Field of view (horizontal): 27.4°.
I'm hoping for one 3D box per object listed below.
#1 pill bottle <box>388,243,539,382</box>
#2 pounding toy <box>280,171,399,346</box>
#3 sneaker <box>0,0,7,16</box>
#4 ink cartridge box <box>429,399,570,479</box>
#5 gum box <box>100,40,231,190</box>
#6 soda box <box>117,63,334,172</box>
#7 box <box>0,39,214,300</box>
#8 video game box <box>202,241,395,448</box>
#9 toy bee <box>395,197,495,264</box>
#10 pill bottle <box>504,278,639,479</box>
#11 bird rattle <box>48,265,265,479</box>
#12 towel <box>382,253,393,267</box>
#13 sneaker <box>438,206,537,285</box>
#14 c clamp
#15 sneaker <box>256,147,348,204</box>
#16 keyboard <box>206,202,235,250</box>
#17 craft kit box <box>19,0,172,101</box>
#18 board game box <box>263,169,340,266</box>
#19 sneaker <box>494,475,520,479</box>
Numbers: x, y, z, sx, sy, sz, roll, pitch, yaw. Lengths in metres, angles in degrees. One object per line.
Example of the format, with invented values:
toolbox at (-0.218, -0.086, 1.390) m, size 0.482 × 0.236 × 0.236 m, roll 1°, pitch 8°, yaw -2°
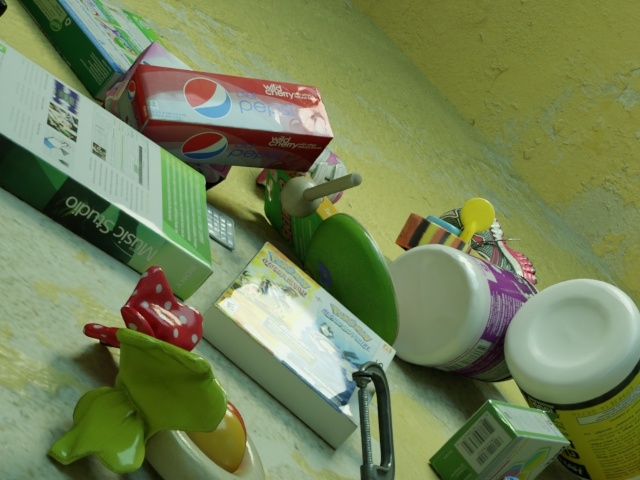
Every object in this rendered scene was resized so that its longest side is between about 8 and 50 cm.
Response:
pill bottle at (0.222, 0.113, 1.873) m, size 0.301 × 0.169 × 0.169 m, roll 20°, pitch 26°, yaw -53°
pounding toy at (-0.001, 0.043, 1.624) m, size 0.183 × 0.110 × 0.237 m, roll 2°, pitch -70°, yaw 66°
sneaker at (-0.430, -0.311, 1.677) m, size 0.084 × 0.058 × 0.152 m, roll 36°, pitch 19°, yaw 4°
ink cartridge box at (0.233, 0.261, 1.612) m, size 0.062 × 0.109 × 0.209 m, roll 51°, pitch 18°, yaw 30°
gum box at (-0.190, -0.168, 1.752) m, size 0.188 × 0.062 × 0.107 m, roll 37°, pitch 59°, yaw -17°
soda box at (-0.120, -0.154, 1.689) m, size 0.263 × 0.083 × 0.092 m, roll 3°, pitch 56°, yaw -30°
box at (-0.264, -0.086, 1.466) m, size 0.322 × 0.058 × 0.232 m, roll 33°, pitch 20°, yaw -22°
video game box at (-0.022, 0.112, 1.471) m, size 0.205 × 0.048 × 0.187 m, roll 40°, pitch 25°, yaw -2°
toy bee at (0.220, 0.027, 2.031) m, size 0.162 × 0.195 × 0.298 m, roll 27°, pitch 18°, yaw 16°
pill bottle at (0.390, 0.221, 1.823) m, size 0.334 × 0.188 × 0.188 m, roll 57°, pitch 2°, yaw -42°
bird rattle at (-0.129, 0.150, 1.123) m, size 0.207 × 0.143 × 0.253 m, roll 51°, pitch 1°, yaw -8°
towel at (0.069, 0.033, 1.993) m, size 0.110 × 0.027 × 0.148 m, roll 42°, pitch 16°, yaw 5°
sneaker at (0.278, 0.023, 2.366) m, size 0.112 × 0.121 × 0.299 m, roll -1°, pitch 25°, yaw -21°
c clamp at (0.055, 0.199, 1.389) m, size 0.137 × 0.022 × 0.161 m, roll 41°, pitch 43°, yaw -57°
sneaker at (-0.014, -0.104, 2.027) m, size 0.111 × 0.103 × 0.252 m, roll 41°, pitch 16°, yaw 6°
keyboard at (-0.208, -0.071, 1.642) m, size 0.256 × 0.014 × 0.072 m, roll 34°, pitch 17°, yaw -24°
craft kit box at (-0.292, -0.271, 1.914) m, size 0.246 × 0.061 × 0.250 m, roll 13°, pitch 32°, yaw -55°
board game box at (0.000, 0.000, 1.766) m, size 0.039 × 0.124 × 0.259 m, roll -23°, pitch 54°, yaw -26°
sneaker at (0.239, 0.349, 1.429) m, size 0.221 × 0.087 × 0.083 m, roll 48°, pitch 18°, yaw 23°
